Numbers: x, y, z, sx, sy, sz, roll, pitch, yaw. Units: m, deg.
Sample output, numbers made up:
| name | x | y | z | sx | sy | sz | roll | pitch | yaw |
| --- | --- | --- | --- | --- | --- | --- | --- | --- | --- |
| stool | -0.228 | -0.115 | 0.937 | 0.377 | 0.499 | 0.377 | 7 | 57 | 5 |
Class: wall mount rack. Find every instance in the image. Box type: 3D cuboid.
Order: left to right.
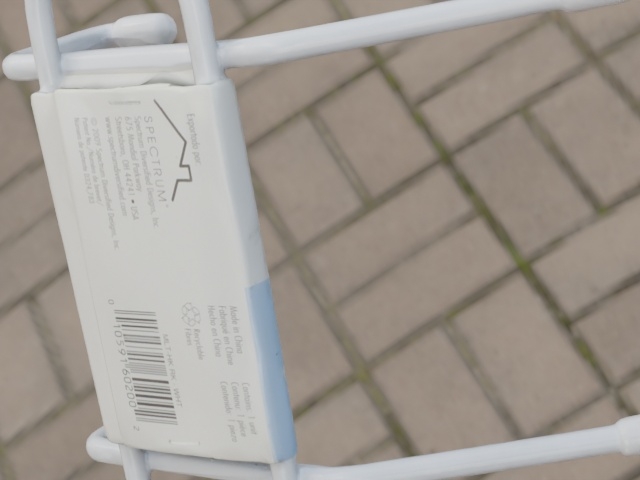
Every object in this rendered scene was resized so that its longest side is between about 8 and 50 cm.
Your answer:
| name | x | y | z | sx | sy | sz | roll | pitch | yaw |
| --- | --- | --- | --- | --- | --- | --- | --- | --- | --- |
| wall mount rack | 0.000 | 0.000 | 0.899 | 0.304 | 0.350 | 0.130 | 1 | 18 | 40 |
